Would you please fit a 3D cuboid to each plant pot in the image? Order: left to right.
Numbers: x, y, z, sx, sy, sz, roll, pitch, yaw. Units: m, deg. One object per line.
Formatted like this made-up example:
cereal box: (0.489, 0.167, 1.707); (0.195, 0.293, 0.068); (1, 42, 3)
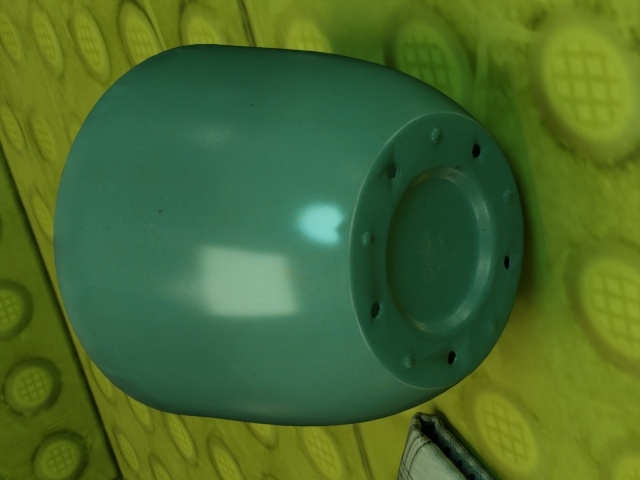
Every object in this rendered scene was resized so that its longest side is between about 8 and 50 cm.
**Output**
plant pot: (0.000, 0.000, 0.796); (0.235, 0.293, 0.293); (5, 118, 44)

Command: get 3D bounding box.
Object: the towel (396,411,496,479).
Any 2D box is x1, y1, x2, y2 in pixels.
towel: (0.168, 0.361, 1.039); (0.324, 0.056, 0.312); (45, 148, 32)
